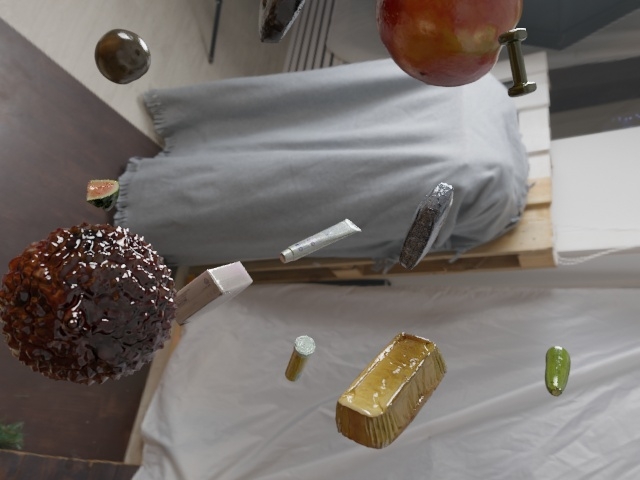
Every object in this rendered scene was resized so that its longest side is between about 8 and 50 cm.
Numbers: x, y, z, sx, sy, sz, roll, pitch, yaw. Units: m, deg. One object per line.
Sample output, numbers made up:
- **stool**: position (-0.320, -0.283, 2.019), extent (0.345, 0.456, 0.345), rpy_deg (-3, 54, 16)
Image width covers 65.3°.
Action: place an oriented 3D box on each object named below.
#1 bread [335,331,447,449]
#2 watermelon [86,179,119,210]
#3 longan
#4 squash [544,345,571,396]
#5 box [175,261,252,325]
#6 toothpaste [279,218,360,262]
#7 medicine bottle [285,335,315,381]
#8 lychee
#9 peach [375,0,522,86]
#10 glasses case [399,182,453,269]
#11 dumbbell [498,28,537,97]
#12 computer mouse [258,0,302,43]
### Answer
- **bread**: position (0.162, 0.329, 1.132), extent (0.288, 0.153, 0.119), rpy_deg (-39, 126, -36)
- **watermelon**: position (-0.618, -0.124, 1.437), extent (0.163, 0.087, 0.068), rpy_deg (-124, -150, -57)
- **longan**: position (-0.618, -0.570, 1.560), extent (0.168, 0.187, 0.167), rpy_deg (10, 66, -24)
- **squash**: position (0.647, 0.356, 1.368), extent (0.201, 0.067, 0.066), rpy_deg (-41, 120, -55)
- **box**: position (-0.381, 0.180, 1.742), extent (0.106, 0.203, 0.252), rpy_deg (55, 16, 7)
- **toothpaste**: position (0.000, 0.000, 1.155), extent (0.218, 0.052, 0.033), rpy_deg (-25, 141, -32)
- **medicine bottle**: position (-0.077, 0.424, 1.767), extent (0.218, 0.074, 0.073), rpy_deg (110, 5, -46)
- **lychee**: position (-0.579, 0.161, 1.265), extent (0.500, 0.426, 0.423), rpy_deg (-166, -112, -81)
- **peach**: position (0.336, -0.604, 1.353), extent (0.388, 0.389, 0.387), rpy_deg (17, 71, -59)
- **glasses case**: position (0.230, -0.025, 1.109), extent (0.109, 0.067, 0.282), rpy_deg (-56, 169, -25)
- **dumbbell**: position (0.357, -0.321, 0.906), extent (0.052, 0.046, 0.117), rpy_deg (-21, 102, -35)
- **computer mouse**: position (-0.106, -0.666, 1.389), extent (0.116, 0.183, 0.323), rpy_deg (26, 39, -10)
